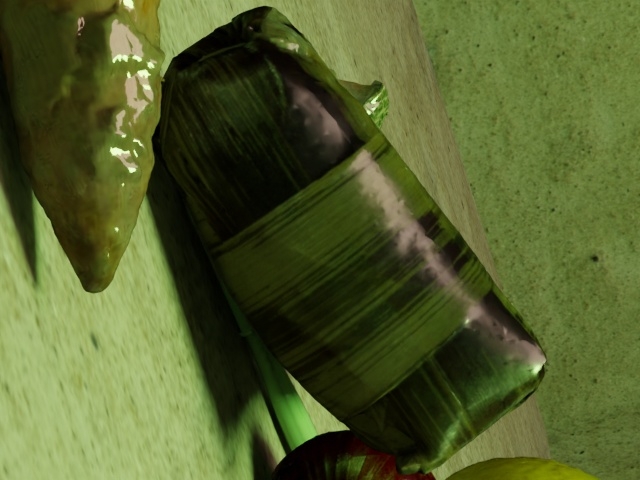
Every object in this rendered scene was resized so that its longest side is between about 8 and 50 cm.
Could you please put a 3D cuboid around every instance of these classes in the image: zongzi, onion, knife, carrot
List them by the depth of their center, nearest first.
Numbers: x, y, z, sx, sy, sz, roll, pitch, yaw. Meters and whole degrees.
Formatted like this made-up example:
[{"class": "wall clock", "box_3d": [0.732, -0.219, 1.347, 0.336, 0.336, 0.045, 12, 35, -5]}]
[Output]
[{"class": "carrot", "box_3d": [-0.114, -0.106, 0.843, 0.102, 0.102, 0.263, 35, 46, -76]}, {"class": "onion", "box_3d": [0.024, 0.175, 1.167, 0.118, 0.119, 0.117, -62, 134, -76]}, {"class": "zongzi", "box_3d": [0.000, 0.000, 1.178, 0.286, 0.134, 0.288, 56, -4, -4]}, {"class": "knife", "box_3d": [-0.038, 0.064, 1.219, 0.043, 0.020, 0.293, -82, 155, -52]}]

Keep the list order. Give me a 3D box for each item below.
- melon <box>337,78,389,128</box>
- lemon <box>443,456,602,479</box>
[{"class": "melon", "box_3d": [-0.012, -0.071, 1.322, 0.093, 0.139, 0.202, 53, 14, -4]}, {"class": "lemon", "box_3d": [0.144, 0.293, 1.351, 0.219, 0.240, 0.240, -59, 143, -34]}]
